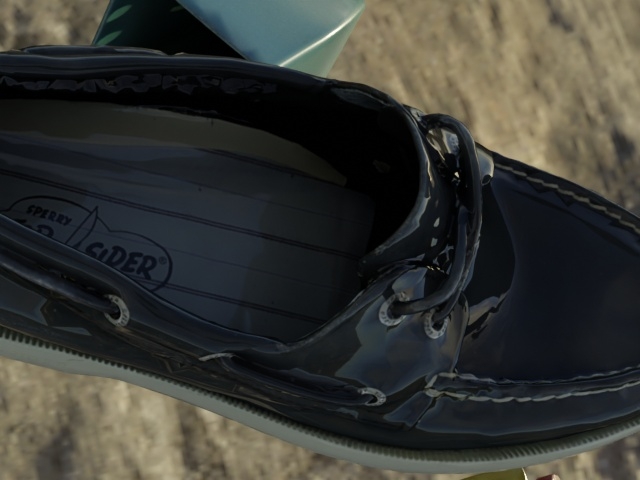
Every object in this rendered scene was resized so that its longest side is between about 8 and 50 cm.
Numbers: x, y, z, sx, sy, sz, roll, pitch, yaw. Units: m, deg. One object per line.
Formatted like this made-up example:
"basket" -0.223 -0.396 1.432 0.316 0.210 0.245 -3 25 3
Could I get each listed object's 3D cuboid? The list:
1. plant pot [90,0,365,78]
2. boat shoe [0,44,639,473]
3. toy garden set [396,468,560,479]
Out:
"plant pot" -0.076 -0.184 1.592 0.166 0.165 0.234 41 40 11
"boat shoe" 0.000 -0.004 0.602 0.340 0.113 0.127 15 63 -11
"toy garden set" 0.048 0.244 0.935 0.049 0.204 0.244 42 35 -54
